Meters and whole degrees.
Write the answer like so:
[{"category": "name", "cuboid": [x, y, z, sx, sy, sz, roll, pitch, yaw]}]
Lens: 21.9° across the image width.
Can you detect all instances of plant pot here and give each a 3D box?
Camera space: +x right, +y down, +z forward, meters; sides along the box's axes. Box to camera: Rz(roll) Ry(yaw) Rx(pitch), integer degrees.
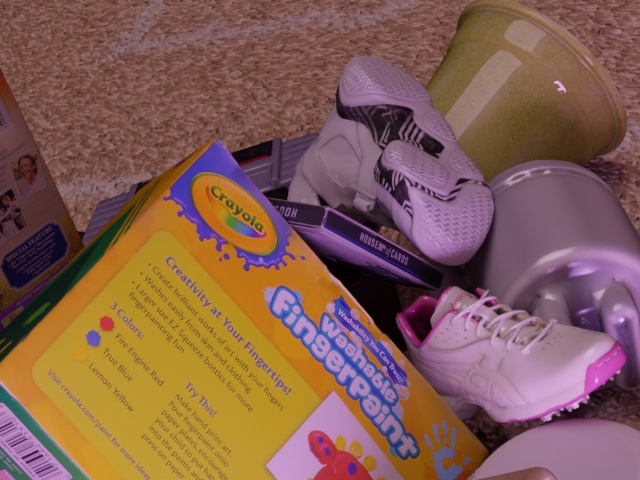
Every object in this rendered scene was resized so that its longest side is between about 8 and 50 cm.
[{"category": "plant pot", "cuboid": [0.215, -0.130, 2.160, 0.276, 0.276, 0.254, 20, 61, 47]}]

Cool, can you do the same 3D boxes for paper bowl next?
[{"category": "paper bowl", "cuboid": [0.248, 0.282, 1.586, 0.284, 0.148, 0.284, -16, 32, 10]}]

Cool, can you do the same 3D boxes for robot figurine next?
[{"category": "robot figurine", "cuboid": [0.271, 0.038, 1.891, 0.300, 0.199, 0.353, -10, 32, 0]}]

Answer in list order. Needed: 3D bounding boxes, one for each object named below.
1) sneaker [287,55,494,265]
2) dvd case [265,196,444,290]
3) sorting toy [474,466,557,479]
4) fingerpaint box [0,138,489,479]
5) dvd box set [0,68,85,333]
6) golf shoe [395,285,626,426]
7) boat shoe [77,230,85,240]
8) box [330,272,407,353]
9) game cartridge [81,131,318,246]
[{"category": "sneaker", "cuboid": [0.075, -0.045, 1.964, 0.137, 0.210, 0.366, 15, 32, -28]}, {"category": "dvd case", "cuboid": [0.000, 0.000, 1.793, 0.179, 0.239, 0.029, 9, 78, 37]}, {"category": "sorting toy", "cuboid": [0.109, 0.292, 1.482, 0.193, 0.038, 0.208, -53, 18, -29]}, {"category": "fingerpaint box", "cuboid": [-0.097, 0.190, 1.627, 0.163, 0.445, 0.371, -28, 18, 49]}, {"category": "dvd box set", "cuboid": [-0.469, 0.013, 2.153, 0.308, 0.420, 0.062, -40, 36, -27]}, {"category": "golf shoe", "cuboid": [0.181, 0.112, 1.695, 0.115, 0.140, 0.306, -36, 12, -32]}, {"category": "boat shoe", "cuboid": [-0.399, -0.001, 2.496, 0.133, 0.042, 0.049, 2, 36, 30]}, {"category": "box", "cuboid": [-0.088, 0.153, 1.902, 0.191, 0.143, 0.381, 9, 36, 41]}, {"category": "game cartridge", "cuboid": [-0.165, -0.063, 2.392, 0.355, 0.068, 0.230, -17, 22, 5]}]
